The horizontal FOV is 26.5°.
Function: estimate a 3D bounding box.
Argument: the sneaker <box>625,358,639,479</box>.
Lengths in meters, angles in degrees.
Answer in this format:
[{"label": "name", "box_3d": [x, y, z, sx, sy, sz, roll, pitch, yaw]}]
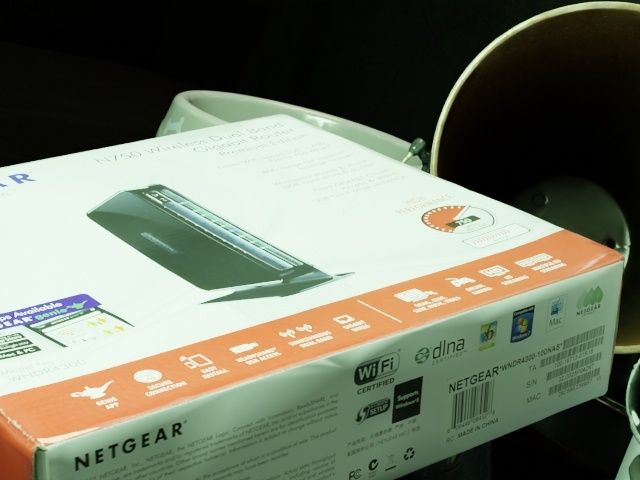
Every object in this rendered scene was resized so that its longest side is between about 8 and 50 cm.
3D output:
[{"label": "sneaker", "box_3d": [0.277, 0.068, 0.712, 0.257, 0.169, 0.447, 20, 11, -6]}]

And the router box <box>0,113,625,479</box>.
[{"label": "router box", "box_3d": [-0.067, 0.033, 0.715, 0.335, 0.082, 0.301, -15, 28, -36]}]

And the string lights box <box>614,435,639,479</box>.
[{"label": "string lights box", "box_3d": [0.267, 0.194, 0.726, 0.133, 0.076, 0.259, 16, 9, -16]}]

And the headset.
[{"label": "headset", "box_3d": [0.194, 0.049, 1.136, 0.243, 0.185, 0.394, 10, 23, -42]}]

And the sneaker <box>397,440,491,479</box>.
[{"label": "sneaker", "box_3d": [0.031, 0.101, 0.842, 0.121, 0.111, 0.300, -3, 12, -8]}]

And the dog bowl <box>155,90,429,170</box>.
[{"label": "dog bowl", "box_3d": [-0.025, -0.080, 1.527, 0.349, 0.102, 0.349, 14, 13, -3]}]

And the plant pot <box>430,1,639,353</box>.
[{"label": "plant pot", "box_3d": [0.179, -0.018, 0.919, 0.215, 0.215, 0.230, 19, -9, 6]}]
